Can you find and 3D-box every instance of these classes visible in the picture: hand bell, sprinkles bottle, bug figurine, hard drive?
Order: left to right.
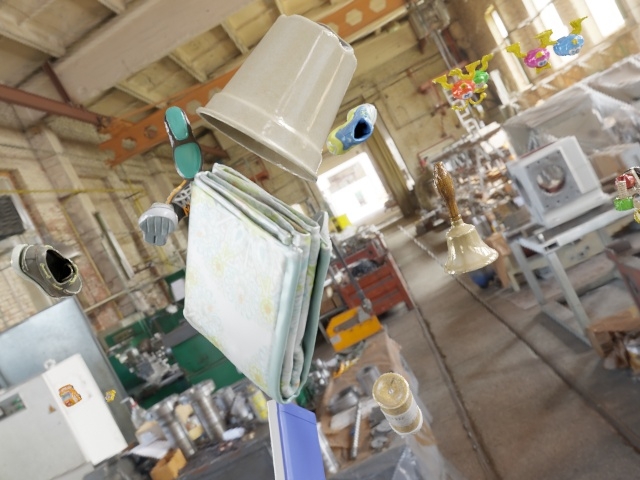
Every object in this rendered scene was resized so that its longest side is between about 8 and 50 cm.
[{"bbox_3d":[-0.042,0.543,1.253,0.040,0.319,0.210,-21,-33,15],"label":"hard drive"},{"bbox_3d":[0.269,0.566,1.866,0.121,0.121,0.355,-28,-36,-1],"label":"sprinkles bottle"},{"bbox_3d":[0.298,-0.059,1.222,0.126,0.242,0.126,-21,10,4],"label":"hand bell"},{"bbox_3d":[0.359,-0.330,1.041,0.279,0.072,0.216,-20,13,18],"label":"bug figurine"}]

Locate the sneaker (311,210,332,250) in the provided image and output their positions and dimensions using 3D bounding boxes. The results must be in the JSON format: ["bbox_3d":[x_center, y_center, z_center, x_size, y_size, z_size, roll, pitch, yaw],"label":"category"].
[{"bbox_3d":[0.000,0.000,1.387,0.061,0.152,0.053,5,5,-43],"label":"sneaker"}]

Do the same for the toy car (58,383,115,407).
[{"bbox_3d":[-0.556,0.367,1.299,0.122,0.060,0.040,-9,27,-12],"label":"toy car"}]

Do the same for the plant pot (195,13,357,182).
[{"bbox_3d":[-0.079,-0.354,1.327,0.305,0.334,0.334,-61,3,-1],"label":"plant pot"}]

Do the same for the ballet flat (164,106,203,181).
[{"bbox_3d":[-0.326,-0.225,1.319,0.074,0.203,0.074,-18,-16,-5],"label":"ballet flat"}]

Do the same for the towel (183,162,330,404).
[{"bbox_3d":[-0.133,0.079,1.024,0.090,0.374,0.320,-16,39,-41],"label":"towel"}]

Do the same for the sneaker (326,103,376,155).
[{"bbox_3d":[0.123,-0.329,1.579,0.126,0.091,0.240,-10,34,49],"label":"sneaker"}]

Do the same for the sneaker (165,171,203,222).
[{"bbox_3d":[-0.388,-0.124,1.624,0.084,0.083,0.215,93,-159,-60],"label":"sneaker"}]

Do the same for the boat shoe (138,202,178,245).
[{"bbox_3d":[-0.377,-0.053,1.265,0.083,0.076,0.226,13,-20,-21],"label":"boat shoe"}]

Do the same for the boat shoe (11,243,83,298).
[{"bbox_3d":[-0.760,0.095,1.576,0.091,0.109,0.305,-2,-23,4],"label":"boat shoe"}]

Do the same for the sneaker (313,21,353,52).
[{"bbox_3d":[-0.013,-0.570,1.523,0.118,0.222,0.083,6,-62,-53],"label":"sneaker"}]

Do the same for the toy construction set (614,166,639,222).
[{"bbox_3d":[0.811,-0.064,1.223,0.257,0.237,0.309,-9,12,29],"label":"toy construction set"}]
